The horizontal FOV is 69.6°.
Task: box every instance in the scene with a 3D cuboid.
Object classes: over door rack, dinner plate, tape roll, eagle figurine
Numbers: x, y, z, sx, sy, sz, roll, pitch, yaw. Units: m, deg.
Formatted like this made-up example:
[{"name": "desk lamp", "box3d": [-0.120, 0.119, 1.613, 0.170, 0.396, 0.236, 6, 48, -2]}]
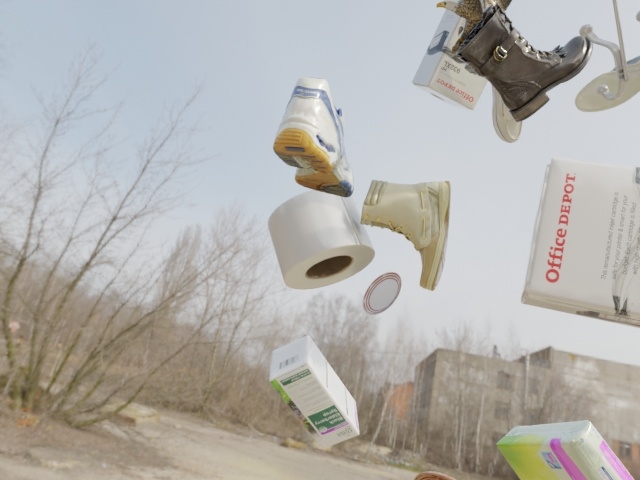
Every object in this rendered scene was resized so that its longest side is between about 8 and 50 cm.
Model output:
[{"name": "over door rack", "box3d": [0.564, -0.423, 0.755, 0.239, 0.325, 0.108, -16, 20, -3]}, {"name": "dinner plate", "box3d": [0.175, 0.150, 1.287, 0.017, 0.141, 0.141, 39, -30, -27]}, {"name": "tape roll", "box3d": [0.000, 0.000, 1.190, 0.245, 0.169, 0.246, -16, -25, -8]}, {"name": "eagle figurine", "box3d": [0.432, -0.690, 1.290, 0.224, 0.226, 0.299, 0, -58, 1]}]

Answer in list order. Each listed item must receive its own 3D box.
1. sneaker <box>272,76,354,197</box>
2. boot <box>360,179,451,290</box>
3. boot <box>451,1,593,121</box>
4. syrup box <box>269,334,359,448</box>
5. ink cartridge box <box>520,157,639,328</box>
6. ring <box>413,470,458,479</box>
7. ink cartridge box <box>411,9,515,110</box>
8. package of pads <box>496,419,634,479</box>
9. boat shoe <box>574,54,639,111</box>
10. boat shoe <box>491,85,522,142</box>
[{"name": "sneaker", "box3d": [0.010, -0.162, 0.779, 0.111, 0.131, 0.296, 12, -8, 9]}, {"name": "boot", "box3d": [0.192, -0.020, 1.070, 0.203, 0.262, 0.095, 5, -15, 16]}, {"name": "boot", "box3d": [0.435, -0.412, 0.985, 0.229, 0.263, 0.091, 45, -5, -13]}, {"name": "syrup box", "box3d": [-0.009, 0.330, 0.995, 0.093, 0.096, 0.237, -26, -66, 11]}, {"name": "ink cartridge box", "box3d": [0.375, 0.012, 0.542, 0.236, 0.172, 0.100, 11, -11, 20]}, {"name": "ring", "box3d": [0.269, 0.528, 0.737, 0.336, 0.032, 0.337, 40, -34, 35]}, {"name": "ink cartridge box", "box3d": [0.503, -0.653, 1.634, 0.222, 0.308, 0.129, 18, 17, -24]}, {"name": "package of pads", "box3d": [0.612, 0.575, 1.134, 0.229, 0.101, 0.297, 56, -25, 12]}, {"name": "boat shoe", "box3d": [0.994, -0.520, 1.485, 0.319, 0.116, 0.099, -31, -2, 42]}, {"name": "boat shoe", "box3d": [0.603, -0.425, 1.443, 0.096, 0.088, 0.268, -21, -60, -8]}]
